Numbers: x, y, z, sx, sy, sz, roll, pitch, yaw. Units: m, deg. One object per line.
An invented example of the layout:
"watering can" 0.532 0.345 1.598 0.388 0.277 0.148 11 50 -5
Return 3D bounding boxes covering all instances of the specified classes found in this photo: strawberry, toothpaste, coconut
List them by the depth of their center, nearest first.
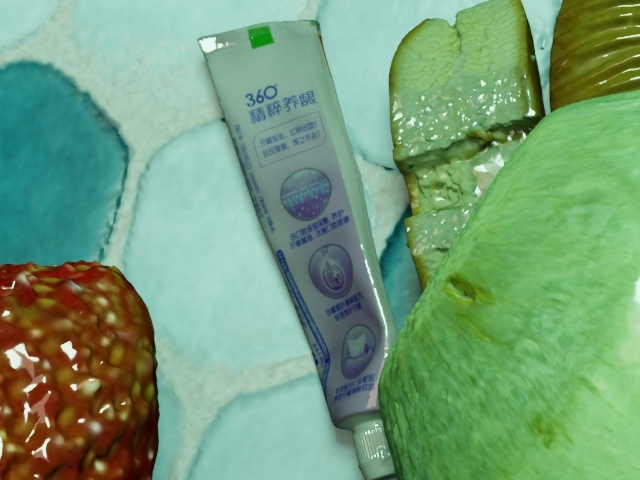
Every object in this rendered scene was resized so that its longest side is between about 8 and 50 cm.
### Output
"coconut" 0.199 0.088 0.705 0.329 0.281 0.328 0 93 5
"strawberry" -0.227 0.168 0.806 0.344 0.292 0.292 -23 75 -7
"toothpaste" 0.000 0.000 0.893 0.075 0.048 0.301 -21 74 17

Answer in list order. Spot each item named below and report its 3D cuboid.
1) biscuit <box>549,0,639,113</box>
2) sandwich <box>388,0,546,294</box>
"biscuit" 0.289 -0.095 0.835 0.318 0.040 0.317 0 89 15
"sandwich" 0.093 -0.039 0.861 0.090 0.088 0.244 -10 78 12
